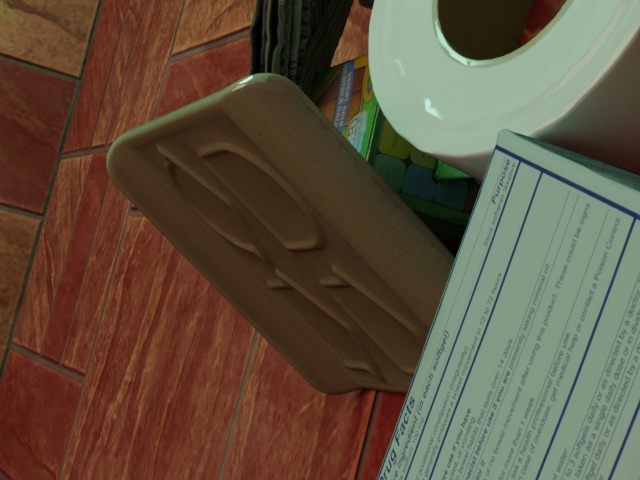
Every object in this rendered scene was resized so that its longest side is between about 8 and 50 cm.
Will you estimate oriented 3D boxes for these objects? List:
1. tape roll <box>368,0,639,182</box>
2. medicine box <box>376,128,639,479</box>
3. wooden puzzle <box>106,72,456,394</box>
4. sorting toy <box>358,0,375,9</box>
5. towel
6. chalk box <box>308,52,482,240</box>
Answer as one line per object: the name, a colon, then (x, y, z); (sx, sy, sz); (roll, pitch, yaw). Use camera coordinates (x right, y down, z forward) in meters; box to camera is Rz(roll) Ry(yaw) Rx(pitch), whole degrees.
tape roll: (0.166, -0.174, 1.038); (0.286, 0.100, 0.286); (-28, 51, 41)
medicine box: (0.176, 0.103, 0.851); (0.289, 0.149, 0.264); (-139, 66, -67)
wooden puzzle: (0.000, 0.000, 1.197); (0.080, 0.322, 0.348); (-49, 15, -21)
sorting toy: (0.083, -0.280, 1.507); (0.083, 0.045, 0.075); (-28, 42, 62)
towel: (0.004, -0.267, 1.344); (0.312, 0.056, 0.324); (99, -170, -48)
chalk box: (0.077, -0.079, 1.246); (0.213, 0.132, 0.132); (-9, 67, 68)
